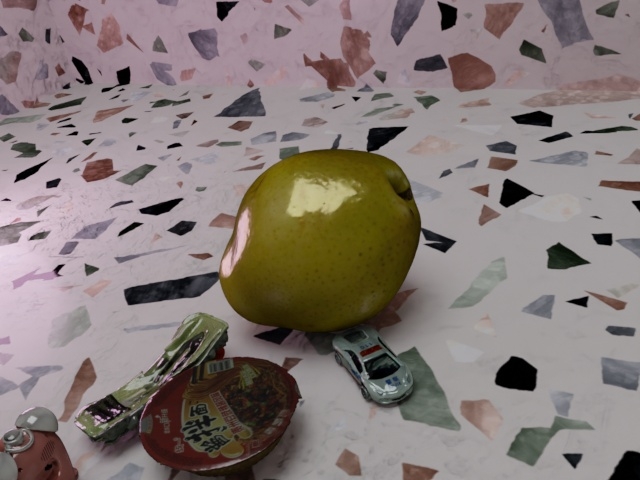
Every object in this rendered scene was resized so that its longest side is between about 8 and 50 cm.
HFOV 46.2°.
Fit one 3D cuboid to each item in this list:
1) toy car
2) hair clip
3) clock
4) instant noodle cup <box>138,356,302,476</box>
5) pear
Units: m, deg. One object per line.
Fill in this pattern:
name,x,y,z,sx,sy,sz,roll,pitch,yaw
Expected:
toy car,0.095,0.220,1.361,0.095,0.056,0.205,-20,29,-16
hair clip,-0.293,0.266,1.388,0.321,0.091,0.138,-40,35,-27
clock,-0.462,0.366,1.195,0.092,0.162,0.166,3,33,19
instant noodle cup,-0.161,0.311,1.254,0.274,0.091,0.274,-8,29,5
pear,0.000,0.000,1.485,0.418,0.362,0.362,-34,23,21
